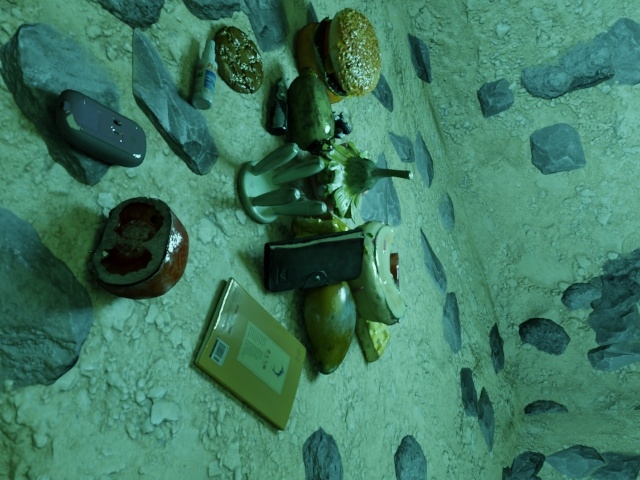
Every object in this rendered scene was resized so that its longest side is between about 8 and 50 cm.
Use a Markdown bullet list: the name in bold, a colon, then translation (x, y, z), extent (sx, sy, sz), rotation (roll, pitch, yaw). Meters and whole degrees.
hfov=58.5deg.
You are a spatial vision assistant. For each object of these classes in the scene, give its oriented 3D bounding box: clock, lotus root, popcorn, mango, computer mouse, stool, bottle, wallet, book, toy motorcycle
- **clock**: translation (0.064, -0.219, 2.062), extent (0.241, 0.142, 0.227), rotation (-43, 116, -52)
- **lotus root**: translation (-0.041, -0.445, 1.937), extent (0.173, 0.173, 0.309), rotation (12, 64, -58)
- **popcorn**: translation (0.001, 0.000, 1.831), extent (0.254, 0.191, 0.190), rotation (40, 83, -40)
- **mango**: translation (0.032, 0.265, 1.817), extent (0.193, 0.146, 0.315), rotation (4, 83, -50)
- **computer mouse**: translation (-0.474, -0.238, 1.240), extent (0.232, 0.057, 0.120), rotation (24, 59, -57)
- **stool**: translation (-0.110, -0.165, 1.686), extent (0.195, 0.199, 0.195), rotation (22, 59, -54)
- **bottle**: translation (-0.319, -0.466, 1.587), extent (0.060, 0.060, 0.217), rotation (32, 52, -51)
- **wallet**: translation (-0.015, 0.063, 1.706), extent (0.318, 0.045, 0.172), rotation (-8, 113, -25)
- **book**: translation (-0.173, 0.314, 1.561), extent (0.389, 0.032, 0.268), rotation (52, 40, -36)
- **toy motorcycle**: translation (0.026, -0.431, 2.063), extent (0.152, 0.225, 0.073), rotation (44, 81, -18)

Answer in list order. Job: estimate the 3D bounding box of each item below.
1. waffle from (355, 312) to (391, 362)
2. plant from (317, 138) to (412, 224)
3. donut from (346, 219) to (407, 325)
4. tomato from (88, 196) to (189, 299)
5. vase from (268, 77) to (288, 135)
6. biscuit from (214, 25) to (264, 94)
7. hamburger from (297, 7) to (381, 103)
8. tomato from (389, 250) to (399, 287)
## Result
- **waffle**: translation (0.185, 0.300, 2.141), extent (0.168, 0.057, 0.273), rotation (-40, 113, -58)
- **plant**: translation (0.106, -0.221, 1.832), extent (0.261, 0.297, 0.305), rotation (32, 60, -23)
- **donut**: translation (0.181, 0.115, 1.979), extent (0.307, 0.150, 0.370), rotation (7, 73, -64)
- **tomato**: translation (-0.372, 0.034, 1.228), extent (0.155, 0.181, 0.213), rotation (64, 36, -56)
- **vase**: translation (-0.137, -0.448, 1.883), extent (0.060, 0.060, 0.211), rotation (31, 52, -51)
- **biscuit**: translation (-0.247, -0.556, 1.760), extent (0.226, 0.042, 0.225), rotation (26, 58, -52)
- **hamburger**: translation (0.083, -0.691, 2.158), extent (0.330, 0.250, 0.329), rotation (28, 56, -52)
- **tomato**: translation (0.279, 0.156, 2.302), extent (0.225, 0.085, 0.224), rotation (-4, 90, -82)
